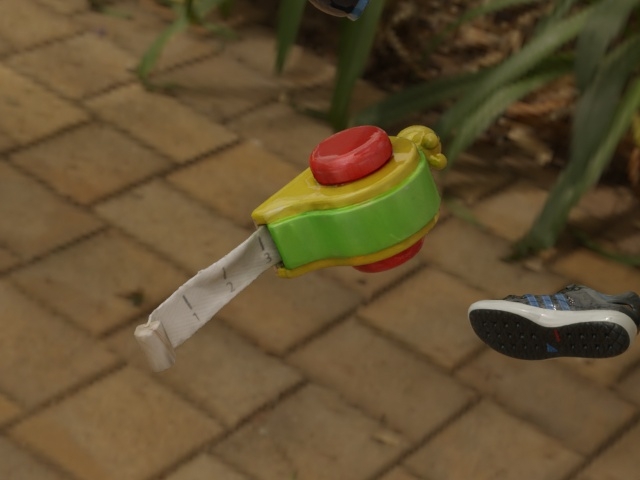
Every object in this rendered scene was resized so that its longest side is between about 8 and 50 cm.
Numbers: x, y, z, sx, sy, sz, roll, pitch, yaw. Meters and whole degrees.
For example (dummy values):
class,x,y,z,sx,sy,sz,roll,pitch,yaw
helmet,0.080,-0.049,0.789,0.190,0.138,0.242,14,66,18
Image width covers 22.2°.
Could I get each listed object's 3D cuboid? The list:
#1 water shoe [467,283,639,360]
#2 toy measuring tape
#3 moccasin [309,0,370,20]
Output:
class,x,y,z,sx,sy,sz,roll,pitch,yaw
water shoe,0.267,0.090,1.838,0.203,0.073,0.080,6,34,32
toy measuring tape,0.000,0.000,1.297,0.121,0.121,0.330,31,52,26
moccasin,0.032,-0.333,1.241,0.117,0.138,0.342,19,72,-14
